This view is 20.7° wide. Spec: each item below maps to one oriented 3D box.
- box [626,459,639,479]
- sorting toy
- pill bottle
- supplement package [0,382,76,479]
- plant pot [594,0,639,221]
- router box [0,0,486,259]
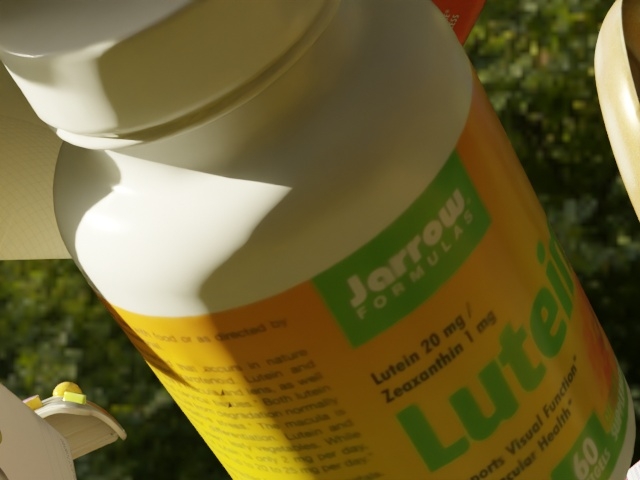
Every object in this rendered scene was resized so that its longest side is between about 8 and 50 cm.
[{"bbox_3d":[0.203,0.285,1.273,0.257,0.122,0.128,-41,13,12],"label":"box"},{"bbox_3d":[-0.153,0.104,0.959,0.083,0.045,0.075,-24,-6,-8],"label":"sorting toy"},{"bbox_3d":[0.000,0.000,0.563,0.136,0.136,0.246,-6,-47,31],"label":"pill bottle"},{"bbox_3d":[-0.217,0.142,0.801,0.149,0.194,0.203,-33,-48,9],"label":"supplement package"},{"bbox_3d":[0.231,-0.047,1.140,0.032,0.236,0.236,-20,-19,22],"label":"plant pot"},{"bbox_3d":[-0.053,-0.144,0.589,0.301,0.082,0.335,-1,-50,-40],"label":"router box"}]
